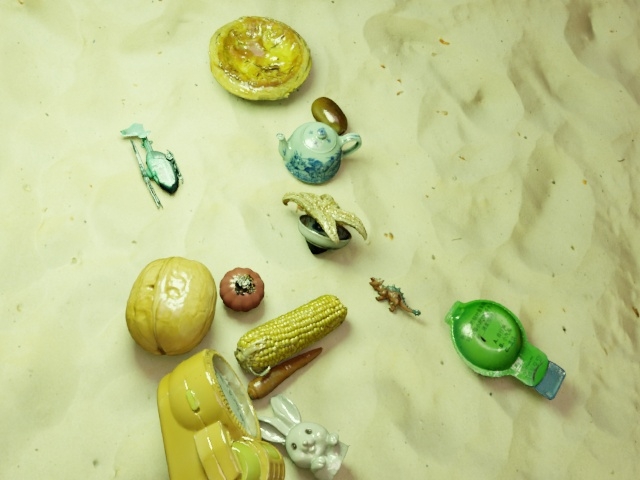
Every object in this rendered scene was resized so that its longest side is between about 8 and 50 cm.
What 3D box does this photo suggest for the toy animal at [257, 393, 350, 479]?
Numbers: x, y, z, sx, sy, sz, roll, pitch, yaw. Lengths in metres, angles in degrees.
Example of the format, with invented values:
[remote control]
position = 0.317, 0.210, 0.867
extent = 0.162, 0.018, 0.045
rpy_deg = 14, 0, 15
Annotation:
[toy animal]
position = -0.048, 0.418, 1.493
extent = 0.221, 0.131, 0.104
rpy_deg = 35, 76, 7

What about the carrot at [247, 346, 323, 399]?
[carrot]
position = -0.078, 0.295, 1.590
extent = 0.216, 0.048, 0.048
rpy_deg = -29, 75, -29

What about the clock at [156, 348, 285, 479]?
[clock]
position = -0.214, 0.383, 1.403
extent = 0.200, 0.244, 0.317
rpy_deg = -25, 68, -1

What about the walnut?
[walnut]
position = -0.323, 0.140, 1.522
extent = 0.193, 0.193, 0.225
rpy_deg = 18, 64, -5

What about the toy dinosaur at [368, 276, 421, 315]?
[toy dinosaur]
position = 0.181, 0.141, 1.722
extent = 0.154, 0.049, 0.055
rpy_deg = 35, 59, 10

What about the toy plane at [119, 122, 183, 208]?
[toy plane]
position = -0.409, -0.195, 1.732
extent = 0.096, 0.060, 0.235
rpy_deg = -25, 77, -9

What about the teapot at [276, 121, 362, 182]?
[teapot]
position = -0.008, -0.242, 1.801
extent = 0.232, 0.159, 0.159
rpy_deg = -3, 66, -15

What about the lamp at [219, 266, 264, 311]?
[lamp]
position = -0.182, 0.114, 1.618
extent = 0.107, 0.092, 0.107
rpy_deg = 5, 64, -11

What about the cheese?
[cheese]
position = 0.449, 0.264, 1.710
extent = 0.320, 0.083, 0.204
rpy_deg = 36, 60, 7

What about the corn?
[corn]
position = -0.061, 0.208, 1.600
extent = 0.293, 0.106, 0.106
rpy_deg = -27, 74, -24

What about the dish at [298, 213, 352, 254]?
[dish]
position = 0.000, 0.000, 1.733
extent = 0.141, 0.078, 0.141
rpy_deg = 18, 20, -7

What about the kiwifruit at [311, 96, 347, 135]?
[kiwifruit]
position = 0.024, -0.338, 1.897
extent = 0.075, 0.075, 0.124
rpy_deg = -28, 71, -24

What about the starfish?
[starfish]
position = 0.014, -0.065, 1.710
extent = 0.216, 0.071, 0.238
rpy_deg = 10, 29, -11

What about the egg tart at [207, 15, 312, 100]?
[egg tart]
position = -0.167, -0.482, 1.894
extent = 0.290, 0.115, 0.290
rpy_deg = 6, 62, -11
